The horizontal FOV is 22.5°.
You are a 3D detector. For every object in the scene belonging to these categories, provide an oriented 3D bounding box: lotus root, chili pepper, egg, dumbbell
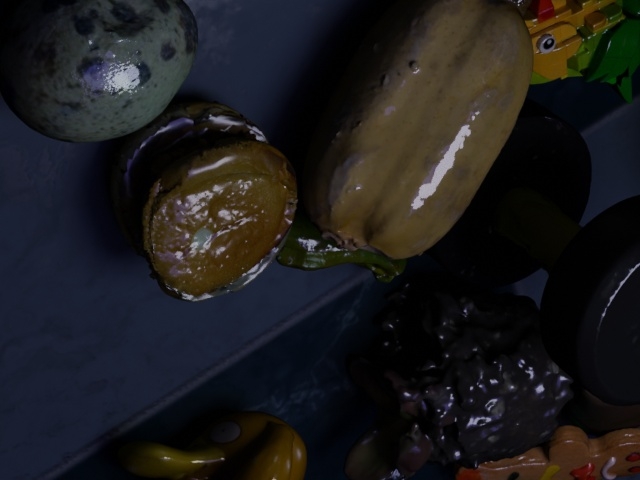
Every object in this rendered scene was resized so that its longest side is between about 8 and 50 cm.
[{"bbox_3d":[0.105,-0.139,1.549,0.169,0.151,0.343,29,91,-3],"label":"lotus root"},{"bbox_3d":[0.001,0.002,1.623,0.204,0.072,0.073,8,104,-32],"label":"chili pepper"},{"bbox_3d":[-0.186,-0.156,1.363,0.181,0.141,0.141,-23,127,-27],"label":"egg"},{"bbox_3d":[0.247,0.003,1.613,0.203,0.322,0.204,-16,124,-24],"label":"dumbbell"}]

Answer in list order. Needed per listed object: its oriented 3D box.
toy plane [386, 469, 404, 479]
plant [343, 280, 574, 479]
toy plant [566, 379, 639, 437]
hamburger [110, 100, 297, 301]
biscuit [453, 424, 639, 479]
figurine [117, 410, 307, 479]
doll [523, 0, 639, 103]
[{"bbox_3d":[0.094,0.264,1.868,0.078,0.031,0.083,-2,116,-46],"label":"toy plane"},{"bbox_3d":[0.140,0.149,1.735,0.234,0.178,0.204,-4,131,-18],"label":"plant"},{"bbox_3d":[0.357,0.177,1.918,0.143,0.105,0.200,-28,163,6],"label":"toy plant"},{"bbox_3d":[-0.111,-0.036,1.514,0.177,0.113,0.185,-53,139,-1],"label":"hamburger"},{"bbox_3d":[0.283,0.274,1.903,0.250,0.036,0.165,-12,144,6],"label":"biscuit"},{"bbox_3d":[-0.108,0.289,1.652,0.215,0.215,0.228,8,71,-35],"label":"figurine"},{"bbox_3d":[0.262,-0.206,1.641,0.186,0.106,0.134,-3,130,-31],"label":"doll"}]
